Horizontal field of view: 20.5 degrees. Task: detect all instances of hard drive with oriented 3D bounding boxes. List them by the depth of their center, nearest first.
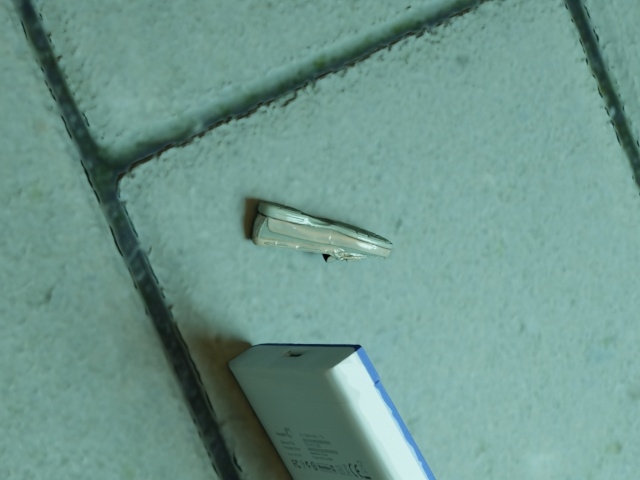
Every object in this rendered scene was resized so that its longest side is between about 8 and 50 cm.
[{"bbox_3d":[0.052,0.229,1.449,0.040,0.210,0.319,-33,101,-23],"label":"hard drive"}]

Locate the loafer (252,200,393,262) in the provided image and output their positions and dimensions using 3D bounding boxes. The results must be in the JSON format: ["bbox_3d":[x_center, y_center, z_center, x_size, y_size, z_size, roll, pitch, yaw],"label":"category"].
[{"bbox_3d":[0.000,0.000,1.533,0.125,0.045,0.039,17,97,-17],"label":"loafer"}]
